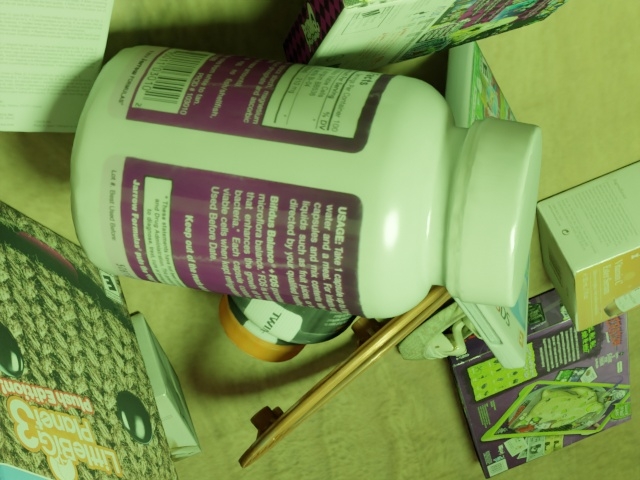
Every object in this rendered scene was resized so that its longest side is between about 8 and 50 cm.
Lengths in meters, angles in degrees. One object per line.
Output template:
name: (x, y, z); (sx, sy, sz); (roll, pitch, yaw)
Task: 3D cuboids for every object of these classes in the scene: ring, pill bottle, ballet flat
ring: (0.047, 0.094, 1.286); (0.336, 0.032, 0.336); (-40, 172, -7)
pill bottle: (0.000, 0.000, 1.155); (0.130, 0.130, 0.246); (2, 139, -33)
pill bottle: (-0.005, -0.037, 0.952); (0.301, 0.169, 0.169); (9, 149, 13)
ballet flat: (0.148, 0.090, 1.442); (0.168, 0.052, 0.057); (-41, 144, 27)

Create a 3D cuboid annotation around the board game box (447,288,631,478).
board game box: (0.266, 0.167, 1.629); (0.208, 0.056, 0.347); (-19, 147, 2)

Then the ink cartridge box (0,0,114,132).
ink cartridge box: (-0.213, -0.157, 0.909); (0.145, 0.045, 0.179); (-1, 123, -29)

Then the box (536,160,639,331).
box: (0.315, -0.002, 1.373); (0.170, 0.091, 0.130); (-22, 147, 0)

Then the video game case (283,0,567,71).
video game case: (0.090, -0.171, 0.948); (0.210, 0.042, 0.232); (-16, 177, -9)

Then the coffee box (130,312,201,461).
coffee box: (-0.254, 0.179, 1.290); (0.246, 0.098, 0.141); (-21, 147, -3)

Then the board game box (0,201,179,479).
board game box: (-0.244, 0.129, 1.049); (0.141, 0.291, 0.232); (-32, 146, 15)

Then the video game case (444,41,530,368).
video game case: (0.139, -0.029, 1.127); (0.023, 0.212, 0.193); (-6, 150, 23)
